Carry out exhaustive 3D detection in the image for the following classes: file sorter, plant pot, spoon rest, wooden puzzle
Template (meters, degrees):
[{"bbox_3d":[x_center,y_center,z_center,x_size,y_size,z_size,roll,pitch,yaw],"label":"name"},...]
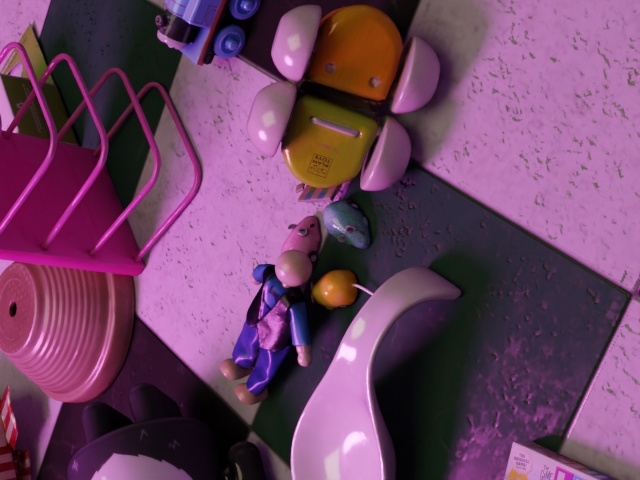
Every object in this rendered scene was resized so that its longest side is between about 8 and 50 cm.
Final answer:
[{"bbox_3d":[-0.315,-0.105,1.371,0.182,0.291,0.202,-46,54,29],"label":"file sorter"},{"bbox_3d":[-0.352,0.093,1.514,0.237,0.110,0.237,-6,82,46],"label":"plant pot"},{"bbox_3d":[0.040,0.155,1.103,0.137,0.084,0.276,34,109,44],"label":"spoon rest"},{"bbox_3d":[0.006,-0.059,1.204,0.083,0.006,0.049,-1,51,47],"label":"wooden puzzle"}]

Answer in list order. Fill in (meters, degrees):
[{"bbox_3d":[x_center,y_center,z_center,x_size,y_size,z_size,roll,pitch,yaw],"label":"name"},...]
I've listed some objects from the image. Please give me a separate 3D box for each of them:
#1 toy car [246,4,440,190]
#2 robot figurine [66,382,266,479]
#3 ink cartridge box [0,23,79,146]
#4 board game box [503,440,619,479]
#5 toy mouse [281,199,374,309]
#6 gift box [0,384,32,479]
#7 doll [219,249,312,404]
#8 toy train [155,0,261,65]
[{"bbox_3d":[0.019,-0.144,1.139,0.136,0.159,0.182,-106,34,-73],"label":"toy car"},{"bbox_3d":[-0.175,0.298,1.249,0.209,0.173,0.278,-42,56,39],"label":"robot figurine"},{"bbox_3d":[-0.462,-0.169,1.674,0.189,0.097,0.255,-48,54,32],"label":"ink cartridge box"},{"bbox_3d":[0.211,0.239,0.949,0.154,0.026,0.103,18,98,47],"label":"board game box"},{"bbox_3d":[0.000,0.000,1.203,0.161,0.031,0.143,-10,78,46],"label":"toy mouse"},{"bbox_3d":[-0.551,0.317,1.586,0.255,0.258,0.276,-15,82,45],"label":"gift box"},{"bbox_3d":[-0.048,0.086,1.212,0.129,0.046,0.189,53,134,36],"label":"doll"},{"bbox_3d":[-0.122,-0.287,1.317,0.080,0.105,0.184,46,117,40],"label":"toy train"}]
